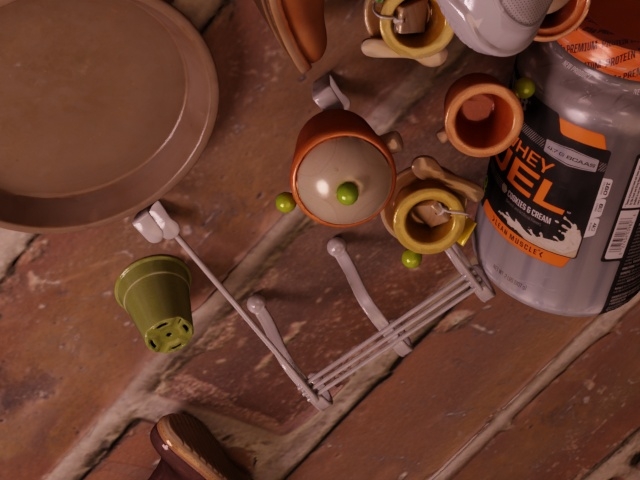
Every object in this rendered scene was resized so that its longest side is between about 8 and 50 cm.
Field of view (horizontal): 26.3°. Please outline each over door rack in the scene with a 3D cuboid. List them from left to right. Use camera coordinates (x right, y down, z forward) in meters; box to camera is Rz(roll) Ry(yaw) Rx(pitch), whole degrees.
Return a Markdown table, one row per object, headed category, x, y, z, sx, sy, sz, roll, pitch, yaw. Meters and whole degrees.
| category | x | y | z | sx | sy | sz | roll | pitch | yaw |
| --- | --- | --- | --- | --- | --- | --- | --- | --- | --- |
| over door rack | 0.000 | 0.000 | 1.409 | 0.239 | 0.108 | 0.324 | -35 | 121 | 10 |

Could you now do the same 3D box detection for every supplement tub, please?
| category | x | y | z | sx | sy | sz | roll | pitch | yaw |
| --- | --- | --- | --- | --- | --- | --- | --- | --- | --- |
| supplement tub | 0.271 | -0.095 | 1.362 | 0.193 | 0.194 | 0.316 | -7 | 132 | -18 |

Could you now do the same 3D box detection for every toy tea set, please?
| category | x | y | z | sx | sy | sz | roll | pitch | yaw |
| --- | --- | --- | --- | --- | --- | --- | --- | --- | --- |
| toy tea set | 0.105 | -0.122 | 1.213 | 0.200 | 0.124 | 0.336 | 21 | 113 | -15 |

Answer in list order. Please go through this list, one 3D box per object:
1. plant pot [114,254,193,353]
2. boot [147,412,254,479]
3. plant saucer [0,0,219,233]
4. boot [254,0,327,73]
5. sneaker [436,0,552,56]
| category | x | y | z | sx | sy | sz | roll | pitch | yaw |
| --- | --- | --- | --- | --- | --- | --- | --- | --- | --- |
| plant pot | -0.163 | 0.072 | 1.409 | 0.083 | 0.079 | 0.083 | -13 | 134 | -13 |
| boot | -0.194 | 0.317 | 1.616 | 0.206 | 0.090 | 0.248 | -31 | 139 | 4 |
| plant saucer | -0.228 | -0.122 | 1.228 | 0.277 | 0.041 | 0.278 | -12 | 135 | -12 |
| boot | 0.029 | -0.289 | 1.153 | 0.220 | 0.109 | 0.283 | -24 | 128 | -7 |
| sneaker | 0.196 | -0.288 | 0.990 | 0.137 | 0.210 | 0.366 | -13 | 122 | -36 |
